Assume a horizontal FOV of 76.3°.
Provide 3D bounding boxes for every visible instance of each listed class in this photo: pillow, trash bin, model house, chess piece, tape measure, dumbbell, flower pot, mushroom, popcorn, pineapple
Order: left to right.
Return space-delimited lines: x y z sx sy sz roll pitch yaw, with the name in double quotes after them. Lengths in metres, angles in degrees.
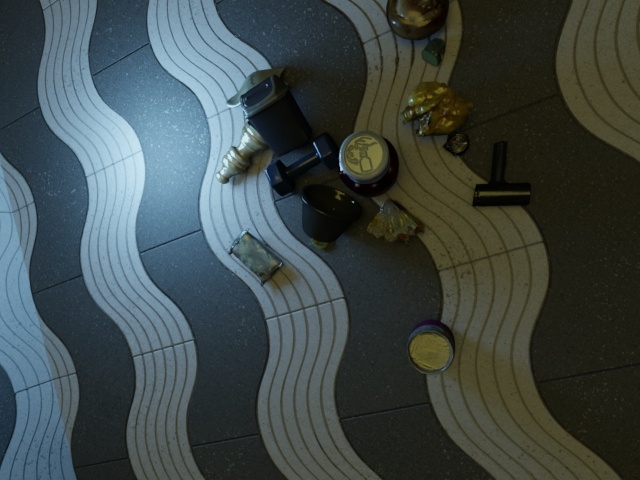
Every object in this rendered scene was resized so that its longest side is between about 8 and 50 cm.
-0.364 -0.377 1.851 0.139 0.124 0.307 36 108 -19 "chess piece"
-0.296 0.074 1.856 0.255 0.059 0.169 43 103 12 "pillow"
-0.182 -0.515 1.696 0.210 0.182 0.290 -24 118 22 "trash bin"
-0.071 -0.321 1.731 0.325 0.160 0.144 -27 52 16 "dumbbell"
0.022 -0.098 1.668 0.269 0.269 0.166 30 119 16 "flower pot"
0.294 -0.073 1.630 0.237 0.114 0.186 1 91 21 "pineapple"
0.374 -0.897 1.569 0.253 0.153 0.253 0 91 16 "mushroom"
0.430 -0.498 1.536 0.254 0.191 0.190 -11 126 5 "popcorn"
0.453 -0.744 1.601 0.079 0.066 0.083 39 84 25 "model house"
0.526 -0.374 1.578 0.094 0.054 0.091 27 101 23 "tape measure"

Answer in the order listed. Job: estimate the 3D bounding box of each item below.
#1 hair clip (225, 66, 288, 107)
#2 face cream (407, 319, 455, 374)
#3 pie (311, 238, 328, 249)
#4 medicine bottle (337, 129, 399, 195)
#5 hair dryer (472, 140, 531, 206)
-0.284 -0.664 1.796 0.282 0.113 0.172 -35 42 25 "hair clip"
0.421 0.402 1.548 0.175 0.195 0.175 0 90 16 "face cream"
0.000 -0.002 1.775 0.084 0.021 0.084 0 91 18 "pie"
0.168 -0.285 1.526 0.243 0.395 0.242 1 94 15 "medicine bottle"
0.674 -0.250 1.520 0.197 0.089 0.251 2 85 19 "hair dryer"
